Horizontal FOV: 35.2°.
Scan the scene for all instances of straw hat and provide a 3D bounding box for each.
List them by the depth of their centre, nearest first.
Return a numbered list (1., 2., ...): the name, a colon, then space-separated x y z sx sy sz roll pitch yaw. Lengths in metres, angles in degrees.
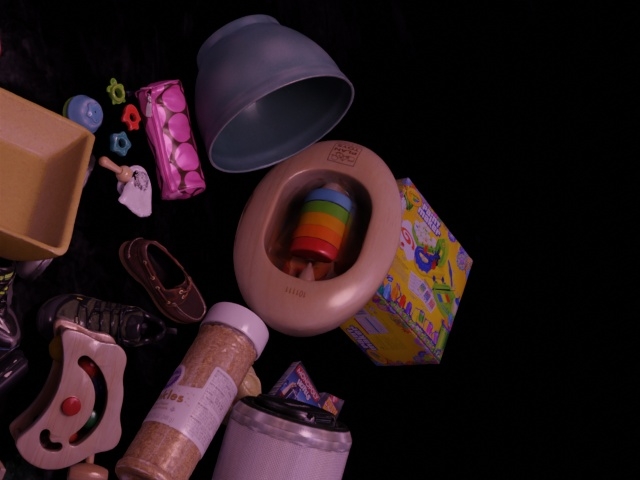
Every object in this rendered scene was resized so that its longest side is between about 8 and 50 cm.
1. straw hat: -0.143 0.272 1.865 0.144 0.061 0.145 12 74 -49

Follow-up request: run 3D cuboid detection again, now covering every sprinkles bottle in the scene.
1. sprinkles bottle: -0.214 0.273 1.733 0.121 0.121 0.355 53 48 -30

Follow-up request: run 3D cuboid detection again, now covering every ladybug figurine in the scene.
1. ladybug figurine: 0.000 0.000 1.939 0.162 0.305 0.449 89 20 -55

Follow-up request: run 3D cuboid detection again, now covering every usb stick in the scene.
1. usb stick: -0.518 0.251 1.415 0.045 0.077 0.278 43 46 1

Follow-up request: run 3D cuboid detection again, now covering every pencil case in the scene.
1. pencil case: -0.266 -0.173 1.772 0.098 0.095 0.210 -64 138 -82

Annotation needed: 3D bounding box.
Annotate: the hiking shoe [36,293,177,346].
1. hiking shoe: -0.340 0.127 1.613 0.226 0.114 0.086 9 76 -49

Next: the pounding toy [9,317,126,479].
1. pounding toy: -0.395 0.250 1.547 0.154 0.155 0.270 2 99 -25

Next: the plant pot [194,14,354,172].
1. plant pot: -0.112 -0.287 1.859 0.293 0.293 0.196 -6 61 -50

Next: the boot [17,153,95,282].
1. boot: -0.461 -0.070 1.551 0.161 0.083 0.247 30 61 -29

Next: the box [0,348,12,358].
1. box: -0.591 0.087 1.352 0.257 0.079 0.322 -47 119 -45

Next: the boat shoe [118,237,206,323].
1. boat shoe: -0.261 0.074 1.750 0.207 0.073 0.073 48 49 -35

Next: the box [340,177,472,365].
1. box: 0.155 0.072 2.163 0.290 0.177 0.279 49 50 -33

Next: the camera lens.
1. camera lens: -0.078 0.418 1.760 0.219 0.219 0.275 19 86 -47

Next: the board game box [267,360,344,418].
1. board game box: -0.040 0.342 1.978 0.194 0.060 0.194 -49 120 -43

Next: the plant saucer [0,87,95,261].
1. plant saucer: -0.489 -0.110 1.357 0.332 0.081 0.333 25 28 -20

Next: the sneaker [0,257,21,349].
1. sneaker: -0.457 0.063 1.397 0.067 0.078 0.188 -22 100 -55

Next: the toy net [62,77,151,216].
1. toy net: -0.342 -0.150 1.716 0.122 0.045 0.232 -43 118 -46

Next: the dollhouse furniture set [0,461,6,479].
1. dollhouse furniture set: -0.517 0.294 1.346 0.151 0.123 0.144 25 91 -36
